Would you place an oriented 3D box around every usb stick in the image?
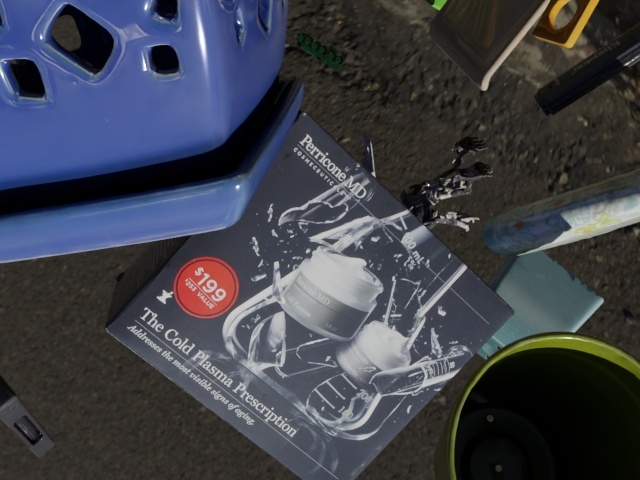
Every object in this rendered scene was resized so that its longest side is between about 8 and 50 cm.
[{"bbox_3d":[0.524,-0.326,1.414,0.278,0.077,0.045,-33,125,19],"label":"usb stick"}]

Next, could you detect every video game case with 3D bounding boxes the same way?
[{"bbox_3d":[-0.454,0.144,0.976,0.275,0.035,0.248,43,155,13],"label":"video game case"}]

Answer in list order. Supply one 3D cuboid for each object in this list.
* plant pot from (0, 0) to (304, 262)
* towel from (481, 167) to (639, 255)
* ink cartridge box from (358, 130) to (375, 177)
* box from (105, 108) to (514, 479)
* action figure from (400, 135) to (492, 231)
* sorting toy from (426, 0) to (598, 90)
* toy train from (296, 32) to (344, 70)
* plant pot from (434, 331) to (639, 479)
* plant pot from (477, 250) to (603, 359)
[{"bbox_3d":[-0.135,-0.121,0.476,0.236,0.236,0.212,-8,115,12],"label":"plant pot"},{"bbox_3d":[0.518,-0.064,1.387,0.320,0.374,0.090,-24,80,46],"label":"towel"},{"bbox_3d":[0.110,-0.105,1.922,0.072,0.303,0.307,-11,102,3],"label":"ink cartridge box"},{"bbox_3d":[-0.016,0.065,0.915,0.343,0.179,0.312,41,94,-17],"label":"box"},{"bbox_3d":[0.274,-0.091,1.685,0.141,0.164,0.276,6,142,-28],"label":"action figure"},{"bbox_3d":[0.227,-0.293,0.935,0.047,0.348,0.196,21,117,-28],"label":"sorting toy"},{"bbox_3d":[-0.002,-0.281,1.148,0.083,0.017,0.024,33,129,9],"label":"toy train"},{"bbox_3d":[0.337,0.361,1.247,0.366,0.366,0.353,32,161,4],"label":"plant pot"},{"bbox_3d":[0.507,0.197,1.961,0.247,0.252,0.248,40,159,12],"label":"plant pot"}]
